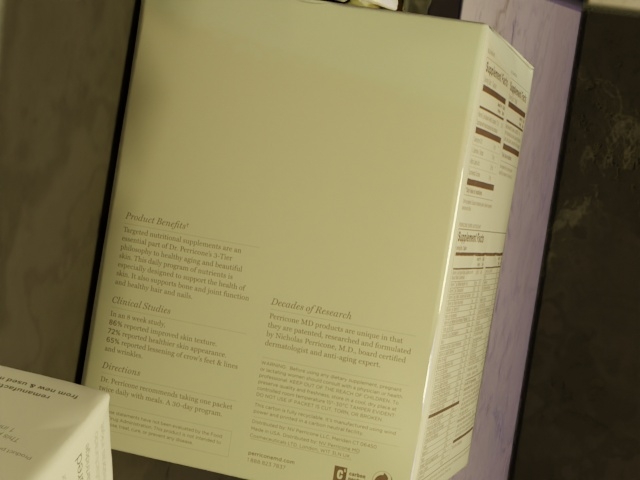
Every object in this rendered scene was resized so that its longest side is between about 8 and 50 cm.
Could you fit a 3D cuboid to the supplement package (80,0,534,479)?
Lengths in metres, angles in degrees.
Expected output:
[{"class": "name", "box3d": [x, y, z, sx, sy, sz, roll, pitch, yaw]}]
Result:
[{"class": "supplement package", "box3d": [0.000, 0.000, 0.871, 0.198, 0.199, 0.262, 1, 98, -74]}]

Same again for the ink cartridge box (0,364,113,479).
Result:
[{"class": "ink cartridge box", "box3d": [-0.169, 0.170, 0.597, 0.212, 0.093, 0.154, -50, 148, -55]}]

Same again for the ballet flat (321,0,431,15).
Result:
[{"class": "ballet flat", "box3d": [0.035, -0.177, 1.090, 0.096, 0.095, 0.280, -44, 142, -45]}]
